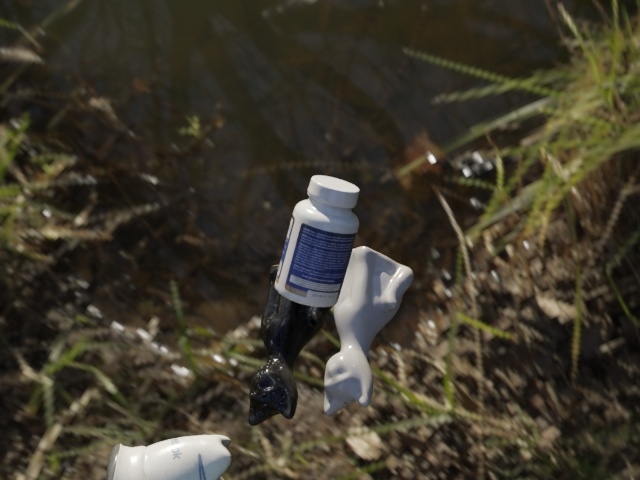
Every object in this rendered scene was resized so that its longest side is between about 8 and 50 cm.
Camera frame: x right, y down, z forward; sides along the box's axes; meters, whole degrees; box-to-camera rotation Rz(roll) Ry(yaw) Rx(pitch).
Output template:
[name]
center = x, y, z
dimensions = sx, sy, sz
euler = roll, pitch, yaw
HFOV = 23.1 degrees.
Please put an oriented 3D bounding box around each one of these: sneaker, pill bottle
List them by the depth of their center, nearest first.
[sneaker]
center = -0.102, 0.314, 1.473
dimensions = 0.129, 0.297, 0.111
euler = -16, 24, 3
[pill bottle]
center = 0.000, 0.000, 1.550
dimensions = 0.067, 0.067, 0.120
euler = 22, 107, 24

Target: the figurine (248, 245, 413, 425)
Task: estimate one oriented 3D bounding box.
[figurine]
center = 0.005, 0.128, 1.966
dimensions = 0.214, 0.092, 0.209
euler = -13, 52, 43
